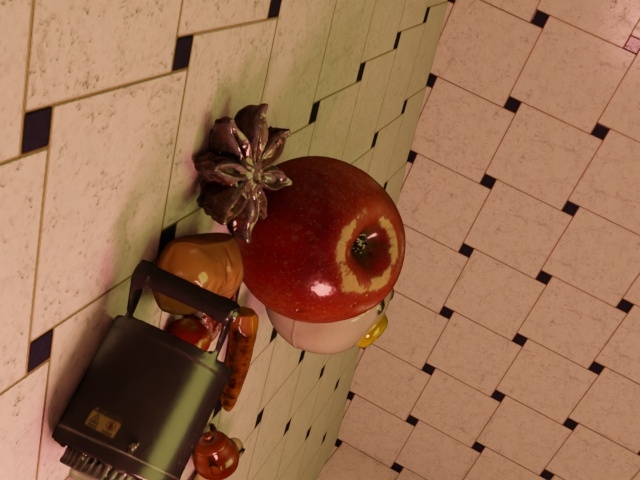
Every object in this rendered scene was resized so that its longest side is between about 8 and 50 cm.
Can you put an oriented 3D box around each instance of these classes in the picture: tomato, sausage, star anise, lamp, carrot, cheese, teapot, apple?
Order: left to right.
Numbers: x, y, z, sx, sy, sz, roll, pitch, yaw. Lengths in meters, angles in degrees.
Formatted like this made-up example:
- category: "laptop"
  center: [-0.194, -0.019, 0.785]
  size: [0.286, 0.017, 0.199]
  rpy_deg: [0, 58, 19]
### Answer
- category: "lamp"
  center: [-0.271, 0.254, 1.260]
  size: [0.374, 0.205, 0.272]
  rpy_deg: [111, 4, -52]
- category: "tomato"
  center: [-0.246, 0.181, 1.534]
  size: [0.075, 0.087, 0.087]
  rpy_deg: [94, 20, -44]
- category: "sausage"
  center: [-0.208, 0.055, 1.421]
  size: [0.241, 0.120, 0.136]
  rpy_deg: [-5, 103, -75]
- category: "cheese"
  center: [-0.280, 0.580, 2.013]
  size: [0.127, 0.054, 0.251]
  rpy_deg: [-54, 171, 34]
- category: "teapot"
  center: [-0.250, 0.492, 1.953]
  size: [0.173, 0.116, 0.116]
  rpy_deg: [-104, -154, -64]
- category: "carrot"
  center: [-0.197, 0.289, 1.940]
  size: [0.066, 0.066, 0.314]
  rpy_deg: [-50, 158, -56]
- category: "star anise"
  center: [-0.146, -0.120, 1.455]
  size: [0.223, 0.109, 0.236]
  rpy_deg: [-42, 136, -54]
- category: "apple"
  center: [0.000, 0.000, 1.681]
  size: [0.348, 0.277, 0.348]
  rpy_deg: [-11, 105, -44]

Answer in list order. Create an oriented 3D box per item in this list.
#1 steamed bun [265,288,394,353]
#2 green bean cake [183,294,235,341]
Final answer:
- category: "steamed bun"
  center: [0.021, 0.110, 2.018]
  size: [0.374, 0.334, 0.334]
  rpy_deg: [-37, 145, -73]
- category: "green bean cake"
  center: [-0.215, 0.128, 1.640]
  size: [0.135, 0.056, 0.135]
  rpy_deg: [96, 18, -46]
